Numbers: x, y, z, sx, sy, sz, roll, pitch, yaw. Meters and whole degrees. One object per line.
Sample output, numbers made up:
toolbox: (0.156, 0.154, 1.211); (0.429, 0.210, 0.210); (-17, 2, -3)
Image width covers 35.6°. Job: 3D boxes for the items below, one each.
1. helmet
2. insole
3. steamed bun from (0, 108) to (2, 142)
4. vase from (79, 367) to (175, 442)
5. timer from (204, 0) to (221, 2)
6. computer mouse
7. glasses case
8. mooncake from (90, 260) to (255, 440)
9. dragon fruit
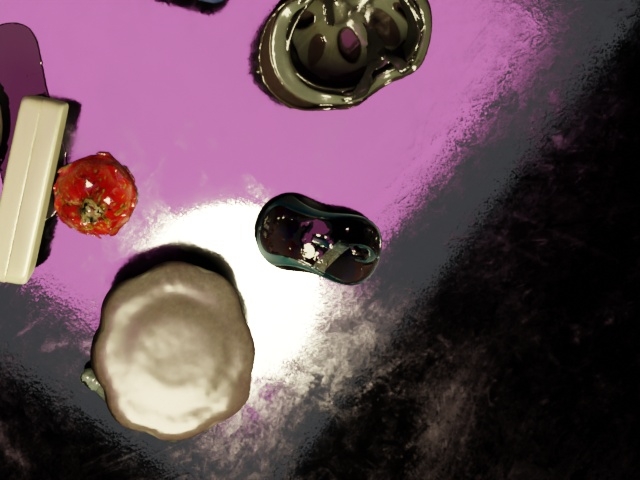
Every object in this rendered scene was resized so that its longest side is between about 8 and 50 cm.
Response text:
helmet: (0.029, -0.363, 1.689); (0.305, 0.177, 0.225); (-19, 125, 3)
insole: (-0.514, -0.204, 1.742); (0.119, 0.009, 0.348); (-9, 100, -7)
steamed bun: (-0.623, -0.207, 1.657); (0.164, 0.146, 0.242); (-13, 99, -1)
vase: (-0.342, 0.294, 1.813); (0.211, 0.060, 0.060); (31, 94, -10)
timer: (-0.330, -0.533, 1.614); (0.383, 0.270, 0.270); (6, 99, 8)
computer mouse: (0.000, 0.000, 1.788); (0.233, 0.096, 0.137); (13, 97, -7)
glasses case: (-0.495, -0.088, 1.690); (0.070, 0.131, 0.313); (13, 98, -11)
mooncake: (-0.255, 0.189, 1.735); (0.306, 0.154, 0.306); (1, 87, -14)
dragon fruit: (-0.388, -0.076, 1.723); (0.153, 0.111, 0.153); (-2, 99, -13)
